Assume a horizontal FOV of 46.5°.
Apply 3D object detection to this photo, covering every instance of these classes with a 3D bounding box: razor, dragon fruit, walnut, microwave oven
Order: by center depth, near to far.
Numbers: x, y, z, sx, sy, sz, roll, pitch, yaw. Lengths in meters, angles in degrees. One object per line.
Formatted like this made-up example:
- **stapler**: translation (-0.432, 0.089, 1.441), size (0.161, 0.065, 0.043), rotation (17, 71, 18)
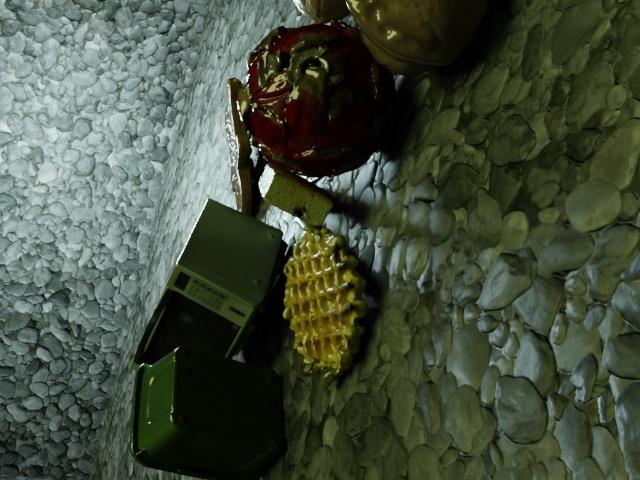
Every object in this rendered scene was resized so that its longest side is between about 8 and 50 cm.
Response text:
- **walnut**: translation (0.164, -0.416, 1.266), size (0.273, 0.227, 0.273), rotation (19, 118, 39)
- **dragon fruit**: translation (-0.002, -0.272, 1.482), size (0.329, 0.329, 0.329), rotation (-45, 38, 51)
- **walnut**: translation (0.020, -0.646, 1.764), size (0.225, 0.225, 0.261), rotation (-149, 70, -66)
- **microwave oven**: translation (-0.274, 0.162, 1.866), size (0.394, 0.247, 0.333), rotation (-59, 9, 36)
- **razor**: translation (-0.204, -0.318, 2.318), size (0.066, 0.033, 0.190), rotation (-70, 23, 12)

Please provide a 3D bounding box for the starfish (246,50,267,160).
- **starfish**: translation (-0.125, -0.335, 2.039), size (0.347, 0.078, 0.358), rotation (-94, -7, -80)

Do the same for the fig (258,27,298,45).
- **fig**: translation (-0.055, -0.383, 1.857), size (0.206, 0.206, 0.275), rotation (-28, 66, 61)

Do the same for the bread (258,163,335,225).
- **bread**: translation (-0.062, -0.107, 1.637), size (0.077, 0.138, 0.361), rotation (-63, 9, 4)

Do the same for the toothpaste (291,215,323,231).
- **toothpaste**: translation (0.000, 0.000, 1.634), size (0.048, 0.075, 0.297), rotation (-58, 29, 11)

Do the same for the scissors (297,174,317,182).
- **scissors**: translation (-0.028, -0.149, 1.841), size (0.189, 0.015, 0.100), rotation (-16, 60, 63)

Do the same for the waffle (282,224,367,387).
- **waffle**: translation (0.004, 0.128, 1.489), size (0.329, 0.062, 0.329), rotation (11, 103, 61)

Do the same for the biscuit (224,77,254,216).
- **biscuit**: translation (-0.237, -0.258, 2.275), size (0.283, 0.064, 0.432), rotation (112, 150, -63)

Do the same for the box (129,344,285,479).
- **box**: translation (-0.240, 0.383, 1.653), size (0.178, 0.328, 0.253), rotation (-43, 39, 39)
